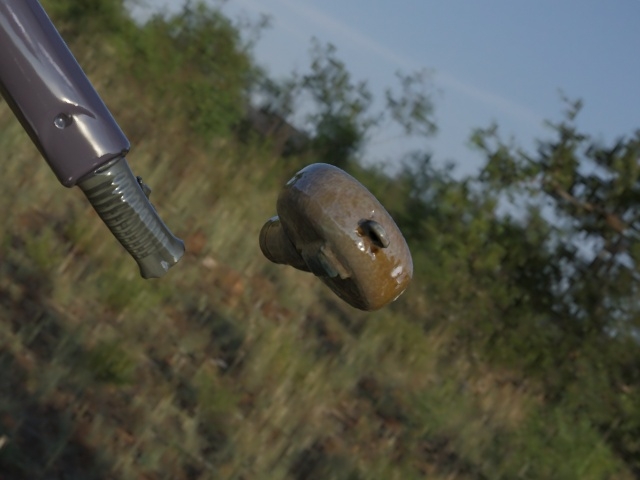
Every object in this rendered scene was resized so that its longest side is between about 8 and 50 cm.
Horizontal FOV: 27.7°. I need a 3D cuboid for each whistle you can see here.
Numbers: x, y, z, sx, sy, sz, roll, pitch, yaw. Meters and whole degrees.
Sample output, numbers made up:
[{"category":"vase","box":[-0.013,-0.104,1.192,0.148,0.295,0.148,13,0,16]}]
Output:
[{"category":"whistle","box":[0.000,0.000,0.906,0.107,0.057,0.220,54,-14,-12]}]

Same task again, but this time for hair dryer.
[{"category":"hair dryer","box":[-0.191,-0.132,0.771,0.361,0.121,0.301,60,-3,-5]}]
